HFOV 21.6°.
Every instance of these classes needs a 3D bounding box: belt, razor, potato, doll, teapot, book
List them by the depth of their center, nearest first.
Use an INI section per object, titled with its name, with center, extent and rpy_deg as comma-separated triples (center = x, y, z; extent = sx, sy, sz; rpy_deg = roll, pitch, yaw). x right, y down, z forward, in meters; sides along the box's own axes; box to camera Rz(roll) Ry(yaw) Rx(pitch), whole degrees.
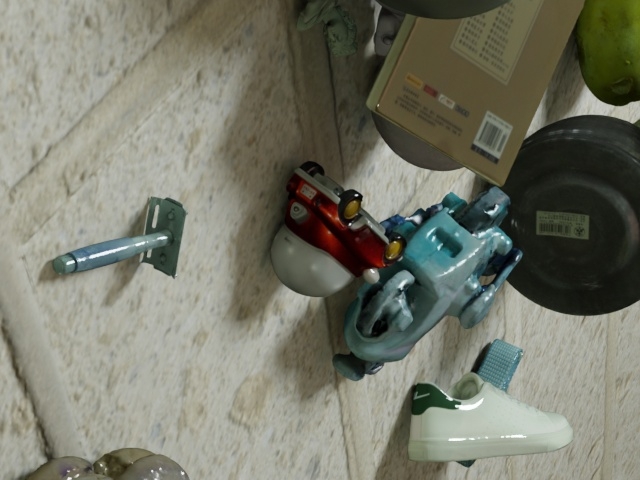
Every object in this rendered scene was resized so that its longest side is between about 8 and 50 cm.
[razor]
center = -0.169, 0.008, 1.385
extent = 0.135, 0.040, 0.068
rpy_deg = -16, 122, -51
[book]
center = 0.171, -0.226, 1.574
extent = 0.217, 0.021, 0.310
rpy_deg = 26, 87, -47
[doll]
center = 0.105, -0.203, 1.651
extent = 0.151, 0.151, 0.287
rpy_deg = -51, 143, -33
[teapot]
center = 0.356, -0.090, 2.101
extent = 0.239, 0.239, 0.322
rpy_deg = -53, 166, -57
[potato]
center = 0.414, -0.294, 2.158
extent = 0.186, 0.148, 0.253
rpy_deg = -24, 131, -53
[belt]
center = 0.215, 0.214, 2.261
extent = 0.179, 0.065, 0.100
rpy_deg = -65, 163, -11

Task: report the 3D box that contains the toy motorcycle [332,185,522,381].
[toy motorcycle]
center = 0.110, 0.051, 1.849
extent = 0.260, 0.154, 0.206
rpy_deg = -40, 166, -34

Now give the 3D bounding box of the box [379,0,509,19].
[box]
center = 0.094, -0.313, 1.425
extent = 0.149, 0.226, 0.226
rpy_deg = 27, 85, -64

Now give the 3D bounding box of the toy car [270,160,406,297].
[toy car]
center = 0.000, 0.000, 1.640
extent = 0.112, 0.112, 0.139
rpy_deg = -50, 142, -3

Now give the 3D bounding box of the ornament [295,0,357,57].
[ornament]
center = 0.005, -0.216, 1.543
extent = 0.092, 0.041, 0.068
rpy_deg = 35, 71, -54

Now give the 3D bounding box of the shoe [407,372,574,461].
[shoe]
center = 0.222, 0.222, 2.154
extent = 0.265, 0.095, 0.110
rpy_deg = -4, 88, -39

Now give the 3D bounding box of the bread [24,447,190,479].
[bread]
center = -0.178, 0.292, 1.505
extent = 0.183, 0.102, 0.337
rpy_deg = -57, 150, -32
